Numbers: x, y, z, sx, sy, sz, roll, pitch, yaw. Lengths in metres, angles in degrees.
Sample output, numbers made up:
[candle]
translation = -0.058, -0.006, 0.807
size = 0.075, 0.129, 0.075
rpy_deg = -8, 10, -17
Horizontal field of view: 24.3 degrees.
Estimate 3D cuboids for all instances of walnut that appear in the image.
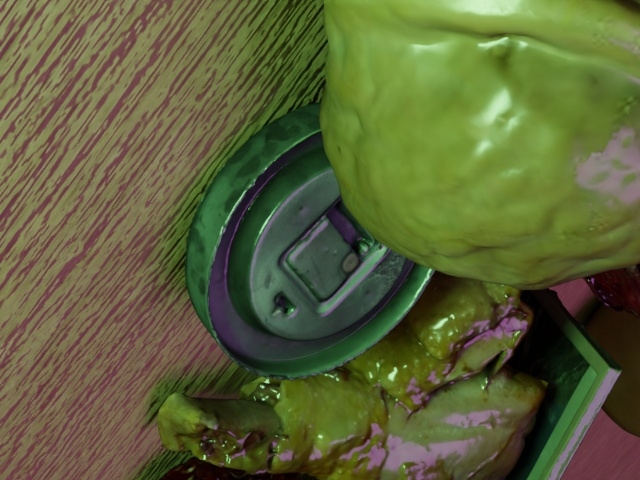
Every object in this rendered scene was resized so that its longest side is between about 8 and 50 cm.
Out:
[walnut]
translation = 0.135, -0.116, 0.908
size = 0.296, 0.285, 0.285
rpy_deg = -68, 155, -4

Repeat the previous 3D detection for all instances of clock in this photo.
[clock]
translation = 0.000, 0.000, 1.080
size = 0.215, 0.042, 0.215
rpy_deg = -21, 129, -28

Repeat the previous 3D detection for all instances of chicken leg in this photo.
[chicken leg]
translation = 0.050, 0.114, 1.285
size = 0.409, 0.182, 0.295
rpy_deg = 3, 131, -41

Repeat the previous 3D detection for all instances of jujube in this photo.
[jujube]
translation = -0.089, 0.229, 1.304
size = 0.104, 0.104, 0.166
rpy_deg = -58, 161, 24

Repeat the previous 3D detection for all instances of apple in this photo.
[apple]
translation = 0.415, 0.149, 1.850
size = 0.200, 0.200, 0.200
rpy_deg = -36, 153, -21

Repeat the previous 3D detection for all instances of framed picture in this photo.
[framed picture]
translation = 0.196, 0.157, 1.464
size = 0.209, 0.019, 0.281
rpy_deg = -63, -163, 11

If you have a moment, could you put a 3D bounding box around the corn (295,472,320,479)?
[corn]
translation = 0.032, 0.299, 1.562
size = 0.120, 0.120, 0.363
rpy_deg = -47, 155, 3

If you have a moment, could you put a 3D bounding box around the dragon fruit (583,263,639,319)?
[dragon fruit]
translation = 0.366, -0.053, 1.340
size = 0.329, 0.329, 0.329
rpy_deg = -36, 153, -21
